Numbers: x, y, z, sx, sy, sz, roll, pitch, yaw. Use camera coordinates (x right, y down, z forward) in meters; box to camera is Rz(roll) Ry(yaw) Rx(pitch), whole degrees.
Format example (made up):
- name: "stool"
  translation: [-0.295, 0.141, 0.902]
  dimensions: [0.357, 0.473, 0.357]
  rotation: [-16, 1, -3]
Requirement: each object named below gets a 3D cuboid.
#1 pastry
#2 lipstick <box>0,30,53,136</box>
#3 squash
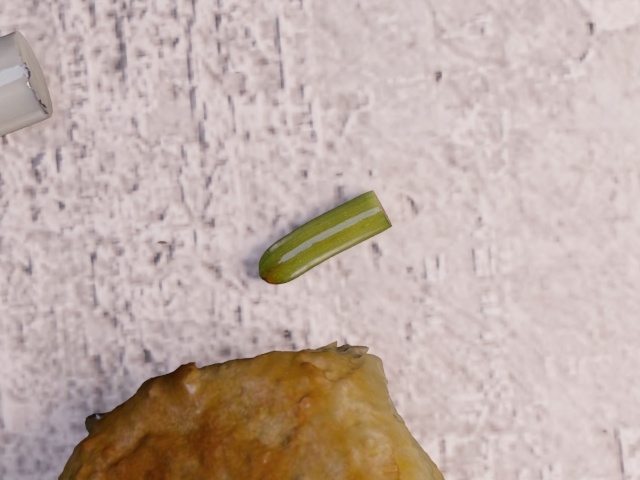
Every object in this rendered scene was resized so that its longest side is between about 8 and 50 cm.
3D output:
- name: "pastry"
  translation: [-0.044, 0.183, 1.063]
  dimensions: [0.257, 0.121, 0.236]
  rotation: [-17, 60, 20]
- name: "lipstick"
  translation: [-0.292, -0.056, 1.177]
  dimensions: [0.264, 0.059, 0.059]
  rotation: [-20, 81, 5]
- name: "squash"
  translation: [0.000, 0.000, 1.145]
  dimensions: [0.083, 0.027, 0.027]
  rotation: [-27, 81, 5]
